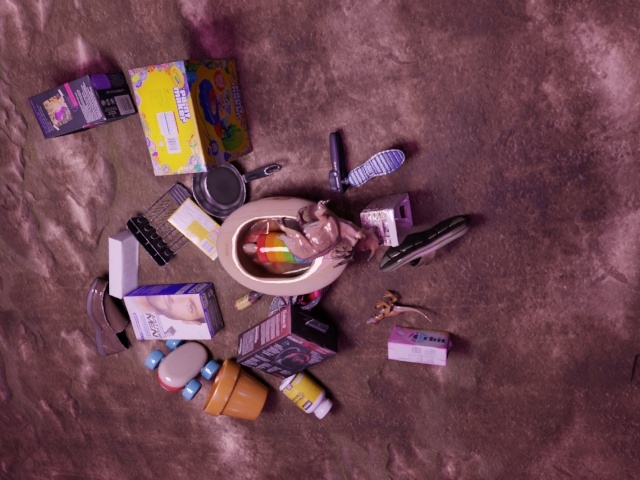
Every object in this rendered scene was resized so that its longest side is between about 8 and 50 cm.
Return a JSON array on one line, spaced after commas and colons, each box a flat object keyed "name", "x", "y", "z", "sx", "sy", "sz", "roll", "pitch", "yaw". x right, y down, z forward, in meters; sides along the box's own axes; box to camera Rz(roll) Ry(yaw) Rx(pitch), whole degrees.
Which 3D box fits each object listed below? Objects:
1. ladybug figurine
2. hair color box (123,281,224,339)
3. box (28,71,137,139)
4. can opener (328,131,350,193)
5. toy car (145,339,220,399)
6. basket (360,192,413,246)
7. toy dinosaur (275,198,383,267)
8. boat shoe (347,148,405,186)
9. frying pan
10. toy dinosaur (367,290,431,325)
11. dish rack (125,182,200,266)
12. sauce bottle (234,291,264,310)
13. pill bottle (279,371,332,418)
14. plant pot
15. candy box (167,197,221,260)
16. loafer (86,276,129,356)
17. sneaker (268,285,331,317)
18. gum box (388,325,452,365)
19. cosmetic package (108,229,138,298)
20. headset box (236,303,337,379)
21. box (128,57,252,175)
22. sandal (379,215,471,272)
[{"name": "ladybug figurine", "x": -0.099, "y": 0.014, "z": 1.549, "sx": 0.450, "sy": 0.162, "sz": 0.305, "roll": 2, "pitch": 97, "yaw": 18}, {"name": "hair color box", "x": -0.546, "y": 0.265, "z": 1.858, "sx": 0.339, "sy": 0.110, "sz": 0.185, "roll": -5, "pitch": 107, "yaw": 20}, {"name": "box", "x": -0.772, "y": -0.438, "z": 1.629, "sx": 0.270, "sy": 0.165, "sz": 0.143, "roll": -9, "pitch": 107, "yaw": 23}, {"name": "can opener", "x": 0.049, "y": -0.227, "z": 1.475, "sx": 0.073, "sy": 0.059, "sz": 0.186, "roll": 1, "pitch": 111, "yaw": 20}, {"name": "toy car", "x": -0.540, "y": 0.519, "z": 1.914, "sx": 0.219, "sy": 0.210, "sz": 0.238, "roll": 35, "pitch": 130, "yaw": 8}, {"name": "basket", "x": 0.190, "y": -0.060, "z": 1.431, "sx": 0.103, "sy": 0.167, "sz": 0.113, "roll": -3, "pitch": 110, "yaw": 26}, {"name": "toy dinosaur", "x": 0.000, "y": 0.000, "z": 1.367, "sx": 0.296, "sy": 0.127, "sz": 0.200, "roll": -20, "pitch": 97, "yaw": 25}, {"name": "boat shoe", "x": 0.164, "y": -0.217, "z": 1.432, "sx": 0.183, "sy": 0.066, "sz": 0.066, "roll": -21, "pitch": 100, "yaw": 31}, {"name": "frying pan", "x": -0.285, "y": -0.210, "z": 1.608, "sx": 0.326, "sy": 0.053, "sz": 0.197, "roll": -40, "pitch": 94, "yaw": 26}, {"name": "toy dinosaur", "x": 0.238, "y": 0.218, "z": 1.591, "sx": 0.212, "sy": 0.064, "sz": 0.112, "roll": -17, "pitch": 122, "yaw": 34}, {"name": "dish rack", "x": -0.524, "y": -0.059, "z": 1.741, "sx": 0.271, "sy": 0.074, "sz": 0.208, "roll": -35, "pitch": 97, "yaw": 26}, {"name": "sauce bottle", "x": -0.248, "y": 0.206, "z": 1.764, "sx": 0.128, "sy": 0.042, "sz": 0.042, "roll": -32, "pitch": 97, "yaw": 25}, {"name": "pill bottle", "x": -0.049, "y": 0.549, "z": 1.790, "sx": 0.184, "sy": 0.103, "sz": 0.103, "roll": 40, "pitch": 118, "yaw": 2}, {"name": "plant pot", "x": -0.305, "y": 0.570, "z": 1.853, "sx": 0.188, "sy": 0.205, "sz": 0.205, "roll": 26, "pitch": 118, "yaw": -9}, {"name": "candy box", "x": -0.402, "y": -0.038, "z": 1.687, "sx": 0.206, "sy": 0.027, "sz": 0.105, "roll": 44, "pitch": 88, "yaw": -13}, {"name": "loafer", "x": -0.824, "y": 0.297, "z": 1.976, "sx": 0.130, "sy": 0.133, "sz": 0.365, "roll": 0, "pitch": 123, "yaw": -5}, {"name": "sneaker", "x": -0.088, "y": 0.207, "z": 1.666, "sx": 0.121, "sy": 0.112, "sz": 0.299, "roll": 42, "pitch": 119, "yaw": 0}, {"name": "gum box", "x": 0.315, "y": 0.329, "z": 1.569, "sx": 0.189, "sy": 0.107, "sz": 0.062, "roll": 4, "pitch": 112, "yaw": 19}, {"name": "cosmetic package", "x": -0.733, "y": 0.087, "z": 1.860, "sx": 0.061, "sy": 0.099, "sz": 0.239, "roll": 16, "pitch": 114, "yaw": 13}, {"name": "headset box", "x": -0.100, "y": 0.338, "z": 1.658, "sx": 0.293, "sy": 0.110, "sz": 0.218, "roll": -34, "pitch": 132, "yaw": 32}, {"name": "box", "x": -0.360, "y": -0.364, "z": 1.445, "sx": 0.177, "sy": 0.279, "sz": 0.289, "roll": -1, "pitch": 110, "yaw": 21}, {"name": "sandal", "x": 0.304, "y": 0.031, "z": 1.457, "sx": 0.303, "sy": 0.120, "sz": 0.086, "roll": -26, "pitch": 114, "yaw": 26}]
